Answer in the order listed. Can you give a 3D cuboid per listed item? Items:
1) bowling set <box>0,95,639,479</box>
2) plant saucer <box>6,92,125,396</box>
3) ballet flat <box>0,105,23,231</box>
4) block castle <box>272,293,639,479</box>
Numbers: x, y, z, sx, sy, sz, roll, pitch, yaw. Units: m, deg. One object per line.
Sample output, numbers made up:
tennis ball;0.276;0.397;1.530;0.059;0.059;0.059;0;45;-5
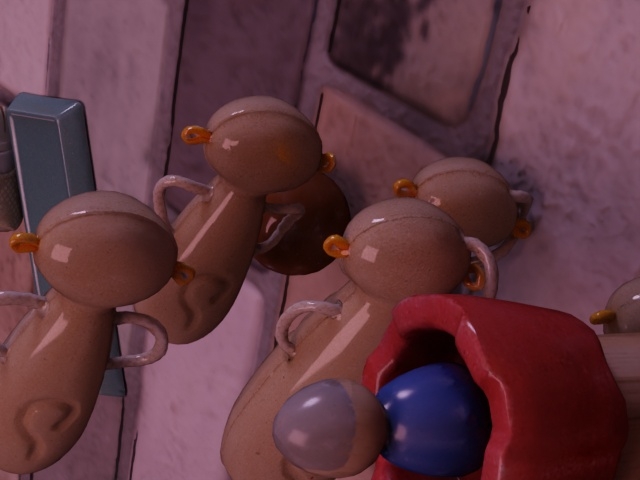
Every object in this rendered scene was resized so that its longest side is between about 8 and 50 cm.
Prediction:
bowling set;0.000;0.000;0.570;0.154;0.287;0.199;-60;30;35
plant saucer;-0.160;0.006;0.848;0.067;0.018;0.192;12;114;42
ballet flat;-0.225;-0.085;0.850;0.052;0.057;0.168;-34;82;38
block castle;0.169;0.058;0.266;0.453;0.213;0.303;50;134;50
